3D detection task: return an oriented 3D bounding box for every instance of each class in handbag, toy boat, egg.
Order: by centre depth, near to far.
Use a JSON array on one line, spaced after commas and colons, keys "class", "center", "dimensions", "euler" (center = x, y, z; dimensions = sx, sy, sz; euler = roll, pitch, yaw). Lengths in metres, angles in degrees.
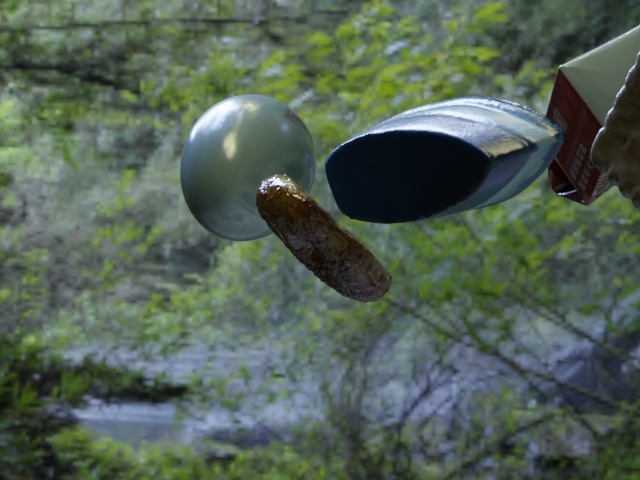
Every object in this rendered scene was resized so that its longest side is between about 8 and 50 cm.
[{"class": "toy boat", "center": [0.092, -0.062, 0.978], "dimensions": [0.299, 0.061, 0.096], "euler": [-6, 103, 65]}, {"class": "egg", "center": [-0.099, -0.095, 1.619], "dimensions": [0.264, 0.182, 0.183], "euler": [-76, -13, -60]}, {"class": "handbag", "center": [0.434, -0.164, 1.761], "dimensions": [0.151, 0.171, 0.298], "euler": [59, 171, 23]}]

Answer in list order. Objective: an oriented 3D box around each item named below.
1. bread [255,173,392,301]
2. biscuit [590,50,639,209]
[{"class": "bread", "center": [0.000, 0.000, 1.346], "dimensions": [0.064, 0.193, 0.193], "euler": [-47, -12, -4]}, {"class": "biscuit", "center": [0.356, -0.061, 0.991], "dimensions": [0.325, 0.044, 0.217], "euler": [58, 136, 44]}]
